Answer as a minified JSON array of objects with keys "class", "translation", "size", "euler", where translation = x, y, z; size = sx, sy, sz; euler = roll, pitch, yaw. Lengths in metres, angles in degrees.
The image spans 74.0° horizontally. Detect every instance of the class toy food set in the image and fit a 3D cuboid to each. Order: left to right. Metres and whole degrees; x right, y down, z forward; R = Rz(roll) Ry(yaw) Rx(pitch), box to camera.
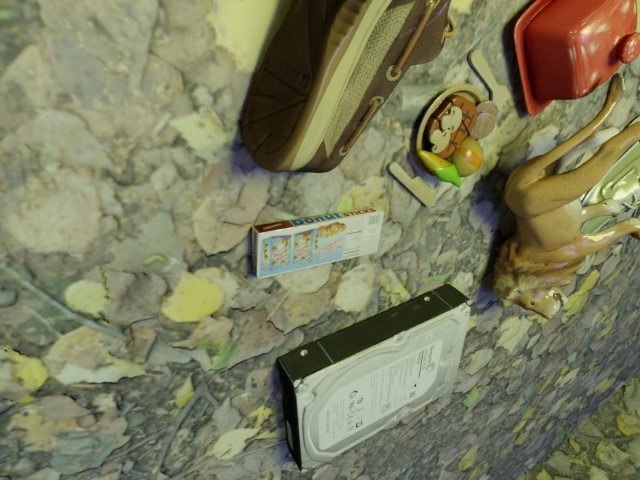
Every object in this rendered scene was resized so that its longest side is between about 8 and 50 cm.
[{"class":"toy food set","translation":[0.183,-0.138,0.561],"size":[0.132,0.038,0.192],"euler":[28,100,-41]}]

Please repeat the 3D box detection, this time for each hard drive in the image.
[{"class":"hard drive","translation":[0.100,0.231,0.721],"size":[0.339,0.064,0.237],"euler":[-18,126,-25]}]

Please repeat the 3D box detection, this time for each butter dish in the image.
[{"class":"butter dish","translation":[0.347,-0.254,0.545],"size":[0.160,0.118,0.160],"euler":[-43,131,-3]}]

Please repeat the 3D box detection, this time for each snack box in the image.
[{"class":"snack box","translation":[0.000,0.000,0.537],"size":[0.178,0.022,0.064],"euler":[-11,124,-28]}]

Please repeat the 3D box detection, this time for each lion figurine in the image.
[{"class":"lion figurine","translation":[0.362,-0.040,0.667],"size":[0.240,0.142,0.392],"euler":[-24,129,15]}]

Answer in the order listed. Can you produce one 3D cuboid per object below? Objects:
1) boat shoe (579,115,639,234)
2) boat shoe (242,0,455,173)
[{"class":"boat shoe","translation":[0.555,-0.102,0.793],"size":[0.109,0.094,0.302],"euler":[30,99,-41]},{"class":"boat shoe","translation":[0.054,-0.205,0.379],"size":[0.123,0.123,0.342],"euler":[4,124,-46]}]
